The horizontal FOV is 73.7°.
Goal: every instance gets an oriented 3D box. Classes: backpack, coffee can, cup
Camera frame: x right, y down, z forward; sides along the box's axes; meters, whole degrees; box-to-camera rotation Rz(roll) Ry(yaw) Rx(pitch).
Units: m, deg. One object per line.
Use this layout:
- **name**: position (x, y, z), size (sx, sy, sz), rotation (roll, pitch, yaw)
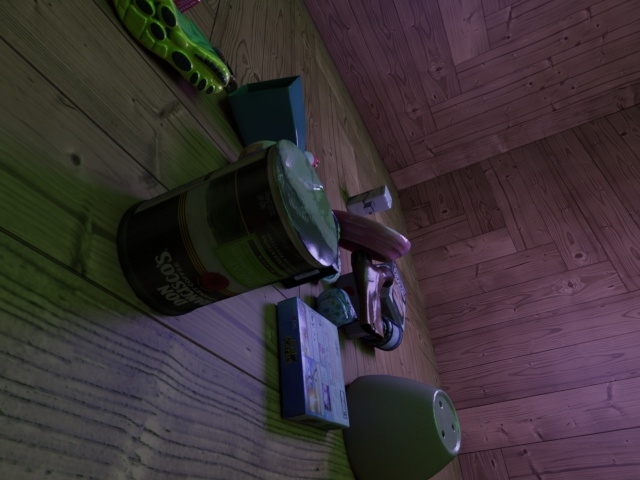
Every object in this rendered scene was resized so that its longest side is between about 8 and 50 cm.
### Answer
- **backpack**: position (0.040, 0.198, 1.246), size (0.084, 0.105, 0.114), rotation (28, 41, -65)
- **coffee can**: position (-0.138, -0.014, 0.675), size (0.201, 0.275, 0.201), rotation (55, 24, -39)
- **cup**: position (0.253, 0.533, 1.213), size (0.331, 0.237, 0.331), rotation (37, 41, -41)

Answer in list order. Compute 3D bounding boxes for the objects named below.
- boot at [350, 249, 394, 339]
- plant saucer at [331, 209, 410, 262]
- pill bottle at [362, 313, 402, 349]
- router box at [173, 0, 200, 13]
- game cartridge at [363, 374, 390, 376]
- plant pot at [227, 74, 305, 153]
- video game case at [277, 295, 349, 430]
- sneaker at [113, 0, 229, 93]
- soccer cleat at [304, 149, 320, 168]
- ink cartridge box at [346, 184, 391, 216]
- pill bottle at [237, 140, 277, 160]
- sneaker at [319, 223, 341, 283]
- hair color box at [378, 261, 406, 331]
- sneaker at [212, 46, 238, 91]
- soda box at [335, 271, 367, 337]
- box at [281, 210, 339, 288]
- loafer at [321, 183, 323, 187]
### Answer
- **boot**: position (0.201, 0.201, 1.472), size (0.264, 0.096, 0.280), rotation (45, 32, -51)
- **plant saucer**: position (0.150, -0.004, 1.517), size (0.332, 0.332, 0.084), rotation (36, 73, -60)
- **pill bottle**: position (0.221, 0.339, 1.591), size (0.219, 0.123, 0.122), rotation (40, 36, -57)
- **router box**: position (-0.409, -0.704, 0.889), size (0.301, 0.082, 0.335), rotation (8, 64, -69)
- **game cartridge**: position (0.235, 0.637, 1.446), size (0.230, 0.068, 0.355), rotation (28, 46, -58)
- **plant pot**: position (-0.127, -0.309, 1.180), size (0.165, 0.166, 0.234), rotation (-76, 158, -59)
- **video game case**: position (-0.017, 0.306, 1.044), size (0.244, 0.061, 0.269), rotation (48, 29, -52)
- **sneaker**: position (-0.316, -0.434, 0.897), size (0.295, 0.109, 0.123), rotation (46, 7, -48)
- **soccer cleat**: position (-0.074, -0.248, 1.431), size (0.095, 0.083, 0.248), rotation (38, 30, -4)
- **ink cartridge box**: position (0.231, -0.180, 2.021), size (0.082, 0.191, 0.139), rotation (64, 19, -19)
- **pill bottle**: position (-0.129, -0.091, 0.974), size (0.152, 0.152, 0.272), rotation (54, 25, -41)
- **sneaker**: position (0.000, 0.000, 1.341), size (0.110, 0.107, 0.275), rotation (28, 45, -51)
- **hair color box**: position (0.303, 0.251, 1.925), size (0.185, 0.114, 0.374), rotation (66, 20, -14)
- **sneaker**: position (-0.260, -0.462, 1.146), size (0.057, 0.047, 0.119), rotation (-96, 166, -51)
- **soda box**: position (0.113, 0.223, 1.474), size (0.069, 0.074, 0.216), rotation (36, 39, -58)
- **box**: position (-0.040, 0.003, 1.134), size (0.108, 0.153, 0.207), rotation (55, 23, -37)
- **loafer**: position (-0.025, -0.216, 1.578), size (0.039, 0.045, 0.125), rotation (58, 8, 14)
